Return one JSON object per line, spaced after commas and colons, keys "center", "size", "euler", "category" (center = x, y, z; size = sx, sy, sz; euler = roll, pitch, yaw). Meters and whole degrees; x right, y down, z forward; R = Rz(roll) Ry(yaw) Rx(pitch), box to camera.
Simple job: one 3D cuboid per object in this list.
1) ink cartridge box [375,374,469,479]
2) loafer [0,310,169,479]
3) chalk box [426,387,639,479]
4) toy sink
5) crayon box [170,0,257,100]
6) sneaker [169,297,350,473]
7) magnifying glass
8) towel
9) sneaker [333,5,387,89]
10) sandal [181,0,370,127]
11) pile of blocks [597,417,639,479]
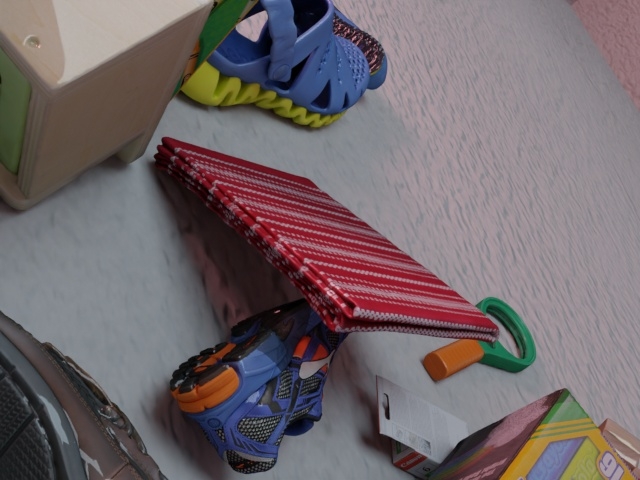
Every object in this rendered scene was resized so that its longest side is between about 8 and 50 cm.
{"center": [0.083, 0.168, 0.710], "size": [0.115, 0.029, 0.063], "euler": [32, 35, -25], "category": "ink cartridge box"}
{"center": [-0.117, 0.141, 0.422], "size": [0.267, 0.096, 0.084], "euler": [52, 18, 10], "category": "loafer"}
{"center": [0.130, 0.229, 0.582], "size": [0.132, 0.132, 0.213], "euler": [52, 44, 5], "category": "chalk box"}
{"center": [-0.196, -0.125, 0.552], "size": [0.131, 0.234, 0.153], "euler": [-41, 91, -30], "category": "toy sink"}
{"center": [-0.120, -0.257, 0.677], "size": [0.165, 0.278, 0.081], "euler": [57, 30, 13], "category": "crayon box"}
{"center": [-0.030, 0.099, 0.610], "size": [0.221, 0.083, 0.087], "euler": [-30, 101, -60], "category": "sneaker"}
{"center": [0.176, 0.114, 0.900], "size": [0.231, 0.026, 0.092], "euler": [-7, 61, -57], "category": "magnifying glass"}
{"center": [0.000, 0.000, 0.684], "size": [0.199, 0.031, 0.275], "euler": [11, 22, -47], "category": "towel"}
{"center": [0.007, -0.277, 1.095], "size": [0.209, 0.069, 0.082], "euler": [46, -4, 12], "category": "sneaker"}
{"center": [-0.028, -0.209, 0.888], "size": [0.126, 0.138, 0.317], "euler": [55, 29, 15], "category": "sandal"}
{"center": [0.289, 0.296, 0.706], "size": [0.149, 0.112, 0.362], "euler": [0, 45, -34], "category": "pile of blocks"}
